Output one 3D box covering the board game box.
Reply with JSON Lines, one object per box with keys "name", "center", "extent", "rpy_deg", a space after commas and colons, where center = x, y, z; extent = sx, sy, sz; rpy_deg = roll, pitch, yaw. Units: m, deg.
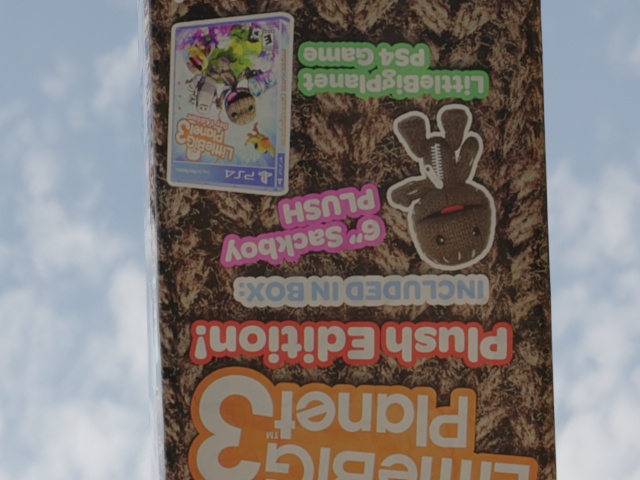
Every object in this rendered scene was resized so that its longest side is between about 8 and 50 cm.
{"name": "board game box", "center": [0.000, 0.000, 0.796], "extent": [0.141, 0.232, 0.291], "rpy_deg": [-2, -90, -6]}
